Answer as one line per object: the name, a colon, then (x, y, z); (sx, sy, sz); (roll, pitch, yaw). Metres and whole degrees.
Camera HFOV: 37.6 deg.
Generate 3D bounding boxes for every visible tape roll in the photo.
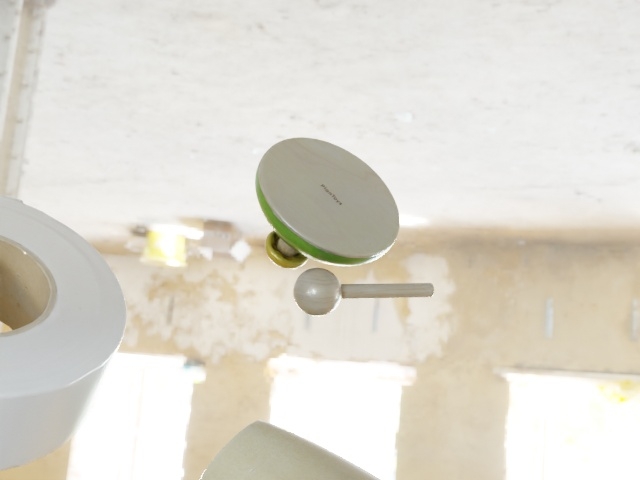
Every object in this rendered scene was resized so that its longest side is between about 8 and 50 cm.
tape roll: (-0.325, 0.069, 0.851); (0.286, 0.286, 0.100); (10, 123, -26)

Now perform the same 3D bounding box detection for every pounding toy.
pounding toy: (0.000, 0.000, 1.105); (0.183, 0.237, 0.110); (0, 142, -34)

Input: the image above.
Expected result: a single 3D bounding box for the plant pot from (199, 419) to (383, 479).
plant pot: (-0.025, 0.380, 1.257); (0.274, 0.256, 0.256); (40, 178, 17)
